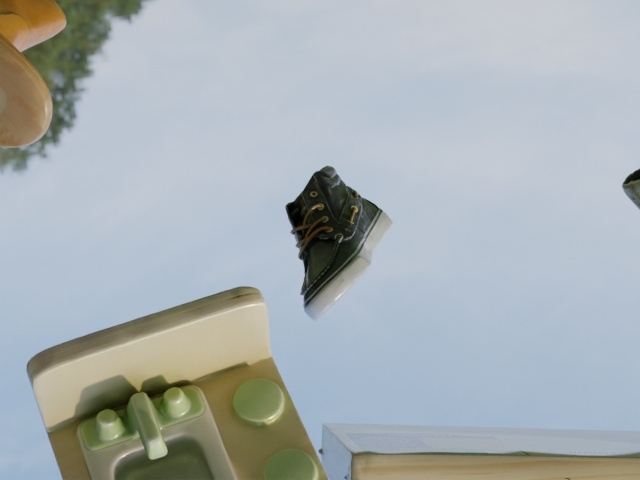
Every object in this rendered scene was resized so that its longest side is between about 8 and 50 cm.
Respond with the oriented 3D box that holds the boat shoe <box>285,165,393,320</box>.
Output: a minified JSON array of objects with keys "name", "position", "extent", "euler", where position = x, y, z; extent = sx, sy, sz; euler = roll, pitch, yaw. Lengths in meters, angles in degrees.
[{"name":"boat shoe","position":[0.000,0.000,1.130],"extent":[0.065,0.083,0.183],"euler":[-45,-175,25]}]

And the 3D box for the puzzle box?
[{"name":"puzzle box","position":[0.212,0.222,1.324],"extent":[0.408,0.052,0.272],"euler":[2,178,-5]}]

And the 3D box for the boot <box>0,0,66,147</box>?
[{"name":"boot","position":[-0.283,-0.176,1.151],"extent":[0.295,0.104,0.211],"euler":[27,-154,24]}]

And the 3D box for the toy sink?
[{"name":"toy sink","position":[-0.080,0.164,0.856],"extent":[0.152,0.234,0.131],"euler":[-18,-127,-14]}]

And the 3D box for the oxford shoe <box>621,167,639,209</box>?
[{"name":"oxford shoe","position":[0.377,-0.150,1.008],"extent":[0.146,0.397,0.140],"euler":[32,-159,5]}]
